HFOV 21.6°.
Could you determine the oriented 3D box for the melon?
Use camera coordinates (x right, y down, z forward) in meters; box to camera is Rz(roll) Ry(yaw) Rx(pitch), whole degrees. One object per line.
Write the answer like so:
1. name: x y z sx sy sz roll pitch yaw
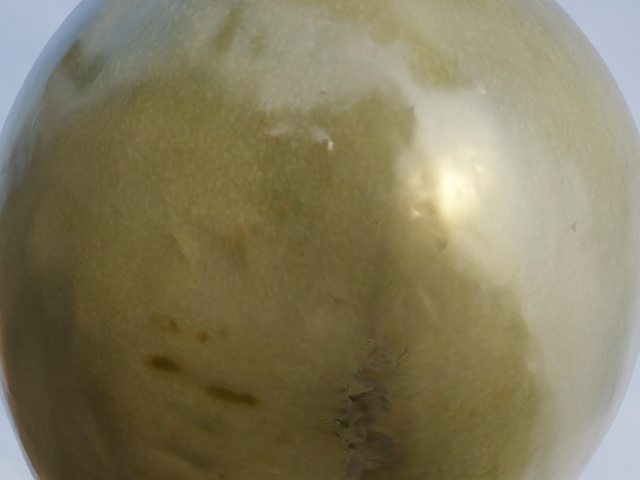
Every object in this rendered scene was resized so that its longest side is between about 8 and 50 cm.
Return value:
1. melon: 0.000 0.014 0.646 0.271 0.272 0.308 11 -45 35
